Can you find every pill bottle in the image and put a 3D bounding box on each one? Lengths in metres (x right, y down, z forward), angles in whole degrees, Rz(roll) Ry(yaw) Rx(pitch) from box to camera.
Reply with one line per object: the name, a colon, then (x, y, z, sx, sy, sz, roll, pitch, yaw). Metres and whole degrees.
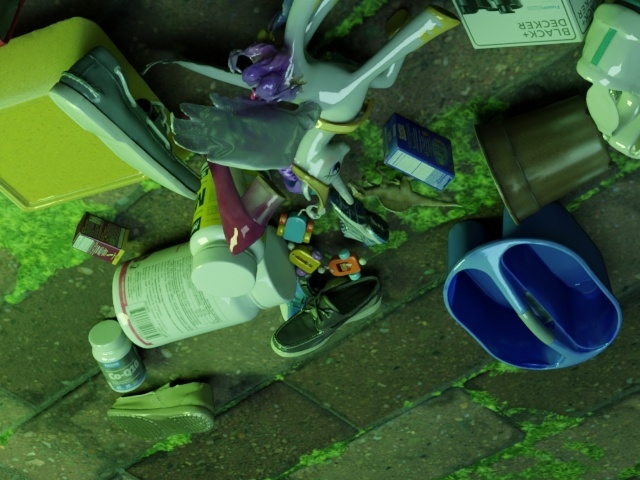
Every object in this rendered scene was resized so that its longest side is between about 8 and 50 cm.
pill bottle: (-0.387, 0.219, 2.028, 0.078, 0.078, 0.137, -7, 134, 10)
pill bottle: (-0.142, -0.023, 1.673, 0.119, 0.208, 0.119, 2, 144, 2)
pill bottle: (-0.195, 0.075, 1.818, 0.283, 0.160, 0.160, -16, 132, 18)

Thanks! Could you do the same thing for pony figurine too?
pony figurine: (-0.036, -0.218, 1.474, 0.351, 0.302, 0.363, 18, 118, -26)

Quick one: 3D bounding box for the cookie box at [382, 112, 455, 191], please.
cookie box: (0.150, -0.136, 1.638, 0.107, 0.091, 0.040, 25, 128, -20)

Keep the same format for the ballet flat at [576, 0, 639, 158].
ballet flat: (0.429, -0.189, 1.462, 0.139, 0.139, 0.400, -20, 155, 21)

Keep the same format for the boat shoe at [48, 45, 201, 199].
boat shoe: (-0.248, -0.157, 1.504, 0.116, 0.099, 0.319, 25, 169, 35)

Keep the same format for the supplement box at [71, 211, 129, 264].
supplement box: (-0.376, -0.003, 1.823, 0.083, 0.055, 0.043, 24, 131, -19)

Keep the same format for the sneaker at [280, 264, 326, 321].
sneaker: (-0.028, 0.096, 1.901, 0.085, 0.058, 0.152, -3, 129, 18)

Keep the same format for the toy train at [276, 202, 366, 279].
toy train: (0.000, 0.000, 1.798, 0.125, 0.046, 0.166, -17, 122, 23)

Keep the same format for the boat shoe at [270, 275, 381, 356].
boat shoe: (0.011, 0.122, 1.851, 0.224, 0.080, 0.073, -27, 147, -21)

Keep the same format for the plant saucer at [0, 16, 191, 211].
plant saucer: (-0.406, -0.158, 1.602, 0.333, 0.081, 0.332, -14, 145, 17)

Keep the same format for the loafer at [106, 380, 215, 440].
loafer: (-0.310, 0.337, 2.137, 0.269, 0.092, 0.102, -7, 135, 32)

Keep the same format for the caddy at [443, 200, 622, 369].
caddy: (0.352, 0.087, 1.787, 0.241, 0.179, 0.341, -28, 127, 26)

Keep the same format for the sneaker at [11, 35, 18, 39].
sneaker: (-0.474, -0.268, 1.562, 0.144, 0.059, 0.053, 1, 137, 2)

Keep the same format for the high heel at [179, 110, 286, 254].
high heel: (-0.160, -0.092, 1.605, 0.117, 0.244, 0.082, -50, 158, 11)

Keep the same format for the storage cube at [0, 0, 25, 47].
storage cube: (-0.525, -0.340, 1.407, 0.193, 0.183, 0.215, -21, 131, 24)

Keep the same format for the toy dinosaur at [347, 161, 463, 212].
toy dinosaur: (0.129, -0.076, 1.697, 0.183, 0.092, 0.053, 9, 135, -5)

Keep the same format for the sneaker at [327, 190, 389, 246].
sneaker: (0.051, -0.029, 1.779, 0.058, 0.052, 0.135, -28, 126, 36)

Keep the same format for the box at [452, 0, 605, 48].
box: (0.229, -0.382, 1.339, 0.169, 0.087, 0.290, 5, 141, 39)

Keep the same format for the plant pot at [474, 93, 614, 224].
plant pot: (0.337, -0.130, 1.594, 0.165, 0.167, 0.167, -24, 129, 15)
